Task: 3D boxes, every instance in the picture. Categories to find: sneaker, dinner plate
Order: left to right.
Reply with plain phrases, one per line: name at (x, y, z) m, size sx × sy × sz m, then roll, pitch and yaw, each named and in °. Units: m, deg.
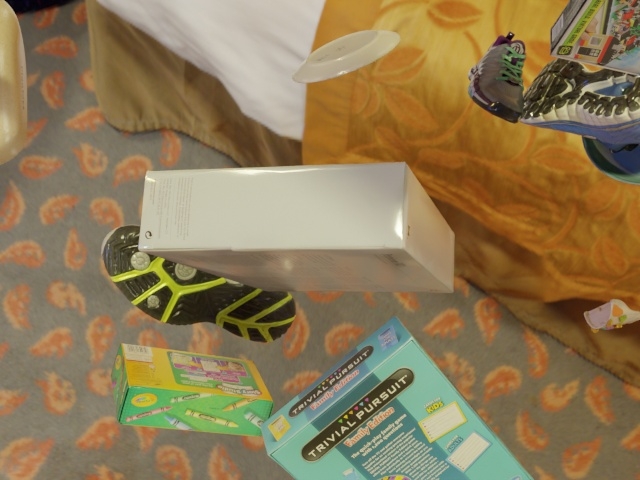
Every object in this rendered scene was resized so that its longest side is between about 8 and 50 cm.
sneaker at (-0.229, 0.078, 1.380) m, size 0.385 × 0.147 × 0.145 m, roll 30°, pitch 93°, yaw -34°
dinner plate at (0.029, -0.229, 0.923) m, size 0.141 × 0.141 × 0.017 m, roll -32°, pitch 117°, yaw -14°
sneaker at (0.281, -0.261, 1.171) m, size 0.083 × 0.098 × 0.223 m, roll 23°, pitch 28°, yaw -12°
sneaker at (0.429, -0.195, 1.180) m, size 0.147 × 0.330 × 0.129 m, roll 36°, pitch 90°, yaw -25°

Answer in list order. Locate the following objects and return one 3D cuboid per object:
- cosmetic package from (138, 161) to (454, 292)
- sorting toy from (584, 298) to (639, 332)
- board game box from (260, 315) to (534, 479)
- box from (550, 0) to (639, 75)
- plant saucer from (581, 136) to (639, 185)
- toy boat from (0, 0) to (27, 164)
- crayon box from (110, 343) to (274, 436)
cosmetic package at (0.000, 0.000, 0.928) m, size 0.285 × 0.377 × 0.097 m, roll 2°, pitch 80°, yaw 17°
sorting toy at (0.519, 0.135, 1.325) m, size 0.075 × 0.083 × 0.044 m, roll 2°, pitch 69°, yaw -14°
board game box at (0.117, 0.313, 1.112) m, size 0.254 × 0.079 × 0.336 m, roll -39°, pitch 112°, yaw 2°
box at (0.301, -0.230, 0.675) m, size 0.114 × 0.207 × 0.036 m, roll 11°, pitch 65°, yaw -4°
plant saucer at (0.556, -0.215, 1.162) m, size 0.044 × 0.318 × 0.317 m, roll 32°, pitch 66°, yaw -34°
toy boat at (-0.517, -0.247, 1.084) m, size 0.148 × 0.318 × 0.267 m, roll -2°, pitch 88°, yaw -11°
crayon box at (-0.244, 0.283, 1.436) m, size 0.279 × 0.165 × 0.081 m, roll 12°, pitch 105°, yaw -23°
